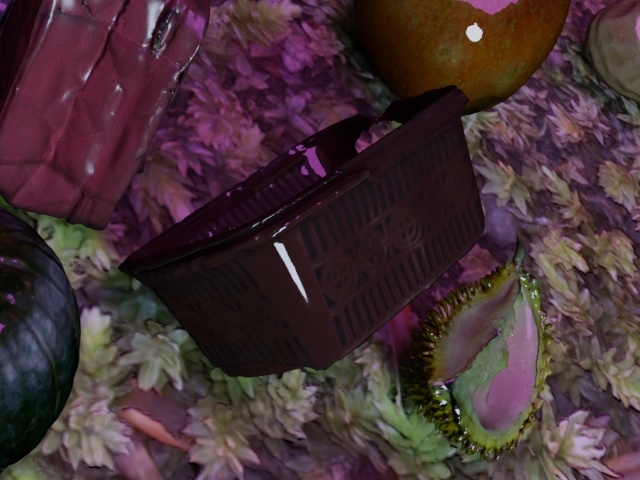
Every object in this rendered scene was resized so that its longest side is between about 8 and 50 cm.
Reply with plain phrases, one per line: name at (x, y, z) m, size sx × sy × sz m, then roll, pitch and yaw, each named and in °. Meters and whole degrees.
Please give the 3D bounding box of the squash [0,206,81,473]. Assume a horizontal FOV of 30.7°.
squash at (-0.259, 0.063, 0.740) m, size 0.218 × 0.172 × 0.218 m, roll 17°, pitch 52°, yaw -24°

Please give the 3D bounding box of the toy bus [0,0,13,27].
toy bus at (-0.303, -0.139, 0.895) m, size 0.087 × 0.098 × 0.178 m, roll 27°, pitch 48°, yaw -16°

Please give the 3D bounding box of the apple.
apple at (0.142, -0.239, 1.176) m, size 0.237 × 0.207 × 0.236 m, roll 4°, pitch 64°, yaw -8°

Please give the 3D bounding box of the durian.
durian at (0.133, 0.102, 1.010) m, size 0.221 × 0.095 × 0.137 m, roll -45°, pitch 125°, yaw -43°

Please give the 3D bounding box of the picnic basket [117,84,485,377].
picnic basket at (0.000, 0.000, 0.938) m, size 0.297 × 0.223 × 0.129 m, roll -36°, pitch 106°, yaw -41°

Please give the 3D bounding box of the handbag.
handbag at (-0.174, -0.124, 0.880) m, size 0.135 × 0.225 × 0.146 m, roll 21°, pitch 25°, yaw -21°

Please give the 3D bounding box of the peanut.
peanut at (0.437, -0.173, 1.346) m, size 0.298 × 0.120 × 0.136 m, roll 42°, pitch 86°, yaw -3°
